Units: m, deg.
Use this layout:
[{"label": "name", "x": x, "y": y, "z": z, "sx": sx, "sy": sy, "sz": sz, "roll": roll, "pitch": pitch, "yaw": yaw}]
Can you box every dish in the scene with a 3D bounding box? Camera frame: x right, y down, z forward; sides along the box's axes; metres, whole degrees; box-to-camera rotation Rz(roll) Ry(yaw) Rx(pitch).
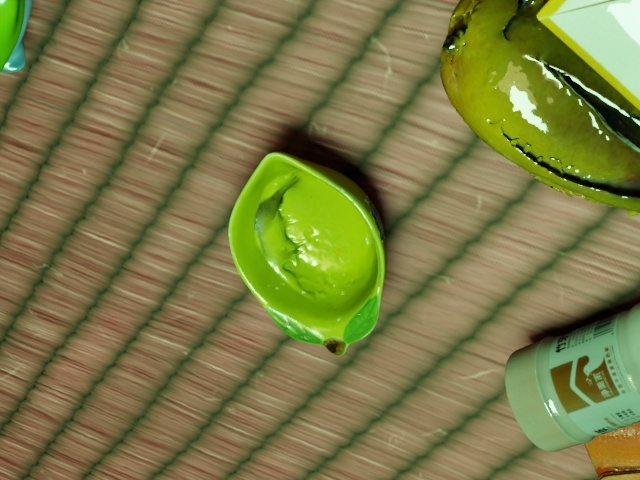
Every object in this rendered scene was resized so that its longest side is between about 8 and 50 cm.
[{"label": "dish", "x": 0.000, "y": 0.000, "z": 1.058, "sx": 0.149, "sy": 0.080, "sz": 0.207, "roll": -4, "pitch": 116, "yaw": 25}]

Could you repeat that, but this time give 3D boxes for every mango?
[{"label": "mango", "x": 0.207, "y": -0.108, "z": 0.845, "sx": 0.249, "sy": 0.151, "sz": 0.156, "roll": 25, "pitch": 88, "yaw": 1}]

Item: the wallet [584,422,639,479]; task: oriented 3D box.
[{"label": "wallet", "x": 0.349, "y": 0.208, "z": 1.031, "sx": 0.204, "sy": 0.045, "sz": 0.142, "roll": -12, "pitch": 113, "yaw": 33}]

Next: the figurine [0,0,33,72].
[{"label": "figurine", "x": -0.366, "y": -0.201, "z": 1.089, "sx": 0.162, "sy": 0.143, "sz": 0.263, "roll": 51, "pitch": 139, "yaw": -2}]

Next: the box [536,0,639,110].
[{"label": "box", "x": 0.338, "y": -0.166, "z": 0.694, "sx": 0.283, "sy": 0.214, "sz": 0.259, "roll": 42, "pitch": 132, "yaw": -1}]

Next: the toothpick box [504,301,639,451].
[{"label": "toothpick box", "x": 0.248, "y": 0.116, "z": 0.991, "sx": 0.149, "sy": 0.098, "sz": 0.098, "roll": -28, "pitch": 104, "yaw": 36}]
